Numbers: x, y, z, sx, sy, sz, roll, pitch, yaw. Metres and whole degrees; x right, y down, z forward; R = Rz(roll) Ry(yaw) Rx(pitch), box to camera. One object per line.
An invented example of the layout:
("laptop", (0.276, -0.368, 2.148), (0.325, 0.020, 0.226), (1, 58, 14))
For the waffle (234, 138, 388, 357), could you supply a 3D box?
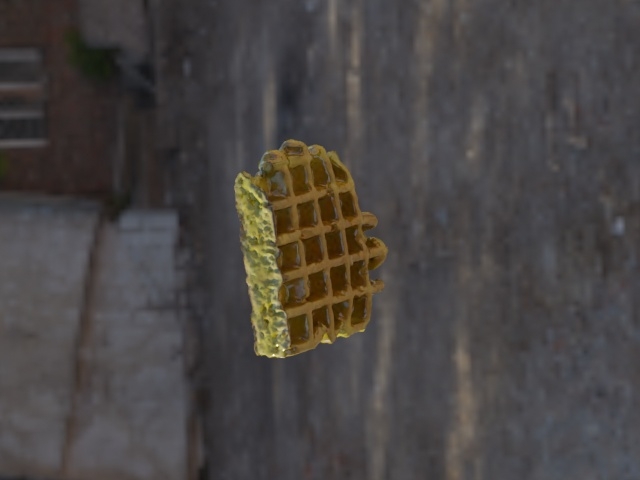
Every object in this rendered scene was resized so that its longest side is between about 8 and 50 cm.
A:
("waffle", (0.000, 0.000, 2.009), (0.219, 0.057, 0.229), (-12, -83, -54))
